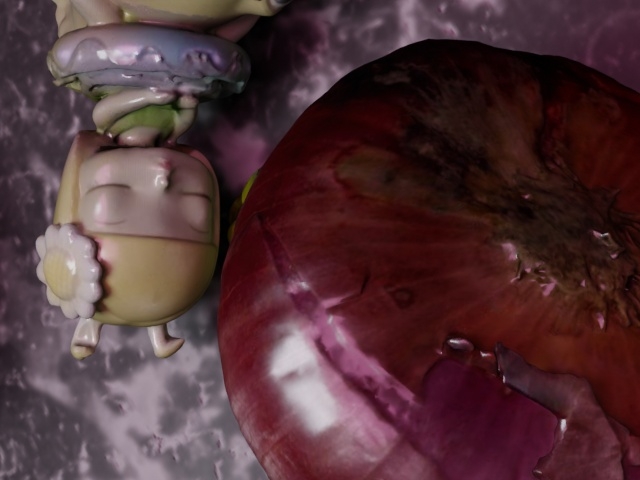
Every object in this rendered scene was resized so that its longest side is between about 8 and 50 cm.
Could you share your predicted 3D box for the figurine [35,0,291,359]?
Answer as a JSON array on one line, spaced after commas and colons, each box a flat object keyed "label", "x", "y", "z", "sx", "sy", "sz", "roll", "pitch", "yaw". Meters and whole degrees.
[{"label": "figurine", "x": -0.125, "y": -0.116, "z": 1.249, "sx": 0.274, "sy": 0.226, "sz": 0.394, "roll": 2, "pitch": 88, "yaw": 60}]

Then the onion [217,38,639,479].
[{"label": "onion", "x": 0.095, "y": 0.062, "z": 1.078, "sx": 0.348, "sy": 0.347, "sz": 0.285, "roll": 56, "pitch": 149, "yaw": 19}]

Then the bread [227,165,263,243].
[{"label": "bread", "x": 0.000, "y": 0.000, "z": 1.229, "sx": 0.130, "sy": 0.071, "sz": 0.139, "roll": -41, "pitch": 70, "yaw": 21}]
